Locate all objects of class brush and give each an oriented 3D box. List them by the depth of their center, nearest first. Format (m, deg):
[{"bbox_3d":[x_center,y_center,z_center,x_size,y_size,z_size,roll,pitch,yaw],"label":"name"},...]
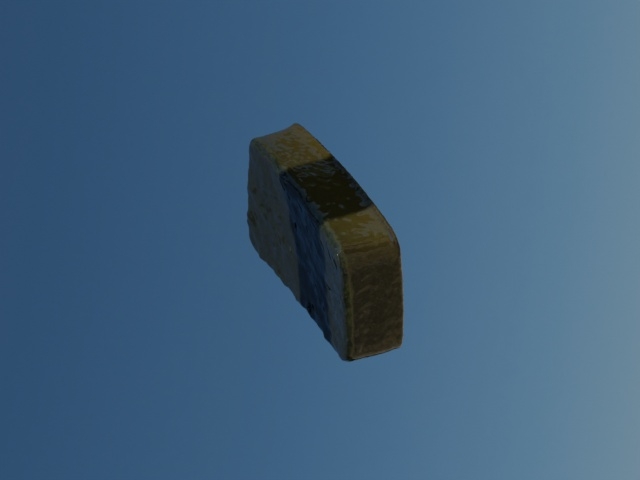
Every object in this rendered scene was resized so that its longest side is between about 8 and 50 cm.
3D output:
[{"bbox_3d":[0.000,0.000,1.095,0.059,0.197,0.123,-17,-50,-21],"label":"brush"}]
